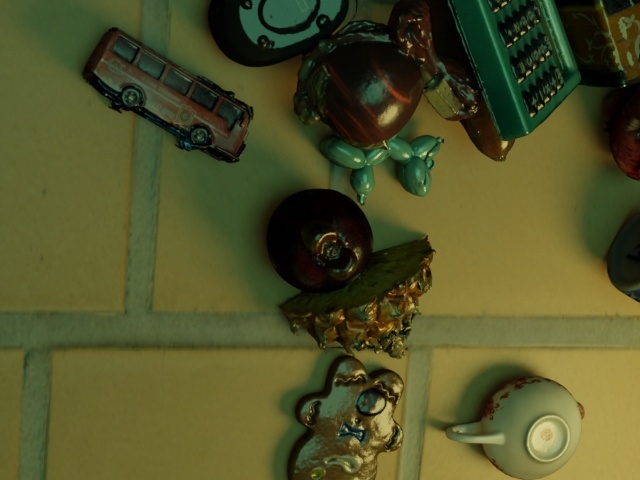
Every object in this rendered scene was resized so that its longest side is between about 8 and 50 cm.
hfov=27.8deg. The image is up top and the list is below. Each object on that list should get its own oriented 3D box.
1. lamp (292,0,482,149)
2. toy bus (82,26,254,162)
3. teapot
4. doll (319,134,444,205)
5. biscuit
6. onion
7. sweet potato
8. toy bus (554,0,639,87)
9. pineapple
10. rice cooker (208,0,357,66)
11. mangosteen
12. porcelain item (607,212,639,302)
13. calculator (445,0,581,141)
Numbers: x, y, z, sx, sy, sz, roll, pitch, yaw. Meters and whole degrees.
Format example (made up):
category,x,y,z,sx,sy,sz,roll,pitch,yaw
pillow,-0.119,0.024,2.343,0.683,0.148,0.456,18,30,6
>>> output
category,x,y,z,sx,sy,sz,roll,pitch,yaw
lamp,0.083,-0.199,1.711,0.223,0.151,0.215,-23,132,24
toy bus,-0.198,-0.187,1.706,0.234,0.073,0.096,28,82,-22
teapot,0.311,0.288,1.973,0.245,0.116,0.159,4,110,-15
doll,0.097,-0.124,1.833,0.159,0.059,0.159,-37,108,-12
biscuit,0.037,0.290,1.900,0.179,0.039,0.236,18,95,-24
onion,0.490,-0.181,1.928,0.147,0.184,0.184,33,86,20
sweet potato,0.193,-0.293,1.816,0.109,0.109,0.385,-22,99,-15
toy bus,0.514,-0.360,1.892,0.323,0.162,0.194,-26,105,-13
pineapple,0.086,0.115,1.834,0.249,0.140,0.164,-18,107,-20
rice cooker,-0.048,-0.310,1.711,0.203,0.118,0.142,-30,104,-10
mangosteen,0.000,0.000,1.767,0.152,0.152,0.153,-4,101,-20
porcelain item,0.526,0.034,1.974,0.114,0.147,0.147,30,89,-22
calculator,0.273,-0.288,1.787,0.274,0.058,0.248,-42,113,-53
